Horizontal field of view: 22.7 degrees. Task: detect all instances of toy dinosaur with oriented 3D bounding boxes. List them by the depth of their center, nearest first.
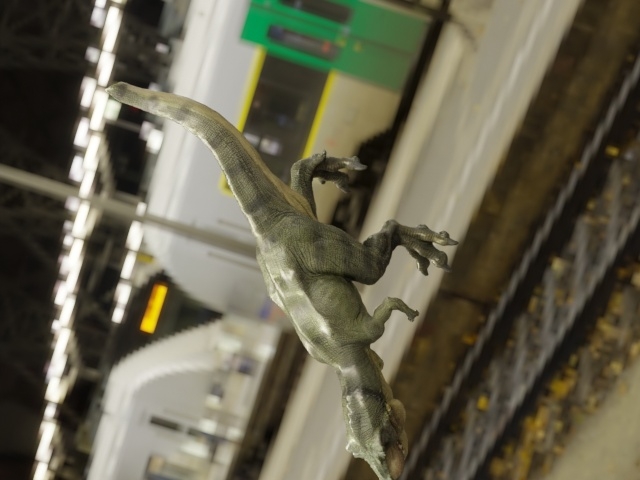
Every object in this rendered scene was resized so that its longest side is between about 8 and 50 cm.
[{"bbox_3d":[0.000,0.000,0.897,0.118,0.268,0.064,-28,-10,-42],"label":"toy dinosaur"}]
